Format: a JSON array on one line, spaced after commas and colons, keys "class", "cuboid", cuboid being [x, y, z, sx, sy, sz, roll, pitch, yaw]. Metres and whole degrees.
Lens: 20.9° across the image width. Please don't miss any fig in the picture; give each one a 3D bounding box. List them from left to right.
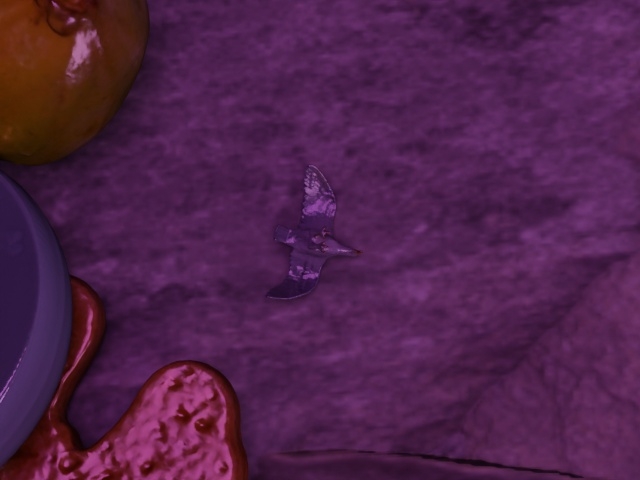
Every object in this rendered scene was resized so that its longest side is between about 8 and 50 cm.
[{"class": "fig", "cuboid": [-0.169, -0.115, 1.011, 0.153, 0.121, 0.136, -32, 84, 22]}]

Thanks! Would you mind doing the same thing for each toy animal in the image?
[{"class": "toy animal", "cuboid": [0.000, 0.000, 1.017, 0.050, 0.028, 0.084, 16, 82, 16]}]

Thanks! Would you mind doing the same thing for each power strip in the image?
[{"class": "power strip", "cuboid": [-0.244, 0.020, 0.998, 0.253, 0.054, 0.167, 30, 76, 26]}]

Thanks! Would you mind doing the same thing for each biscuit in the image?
[{"class": "biscuit", "cuboid": [-0.184, 0.187, 0.987, 0.202, 0.047, 0.334, 29, 80, 14]}]
